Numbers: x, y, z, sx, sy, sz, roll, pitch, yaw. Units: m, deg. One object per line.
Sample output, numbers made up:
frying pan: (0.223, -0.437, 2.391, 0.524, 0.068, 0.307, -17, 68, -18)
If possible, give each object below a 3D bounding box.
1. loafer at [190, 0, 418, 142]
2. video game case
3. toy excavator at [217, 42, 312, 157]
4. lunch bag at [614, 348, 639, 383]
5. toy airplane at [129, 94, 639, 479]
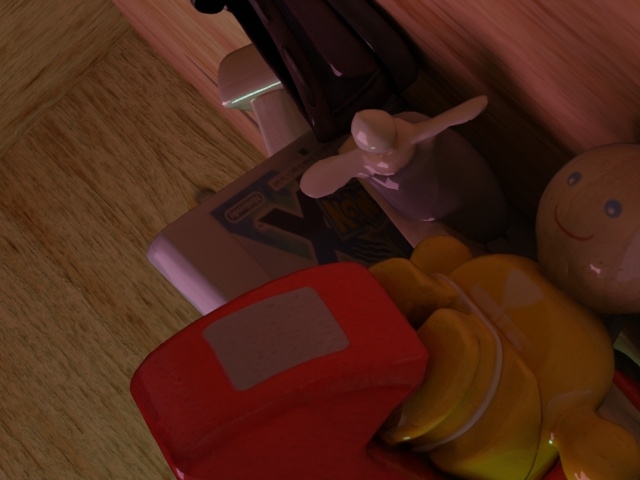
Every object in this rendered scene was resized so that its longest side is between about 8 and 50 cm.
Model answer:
loafer: (-0.060, -0.197, 0.800, 0.302, 0.095, 0.109, 45, 178, 19)
video game case: (0.074, 0.038, 0.793, 0.300, 0.036, 0.329, 45, -140, 4)
toy excavator: (0.066, 0.057, 1.044, 0.445, 0.222, 0.432, 40, -143, -53)
lunch bag: (0.243, 0.225, 0.871, 0.287, 0.169, 0.235, 36, -152, -28)
toy airplane: (0.138, 0.074, 0.569, 0.386, 0.272, 0.384, 28, -153, 6)
